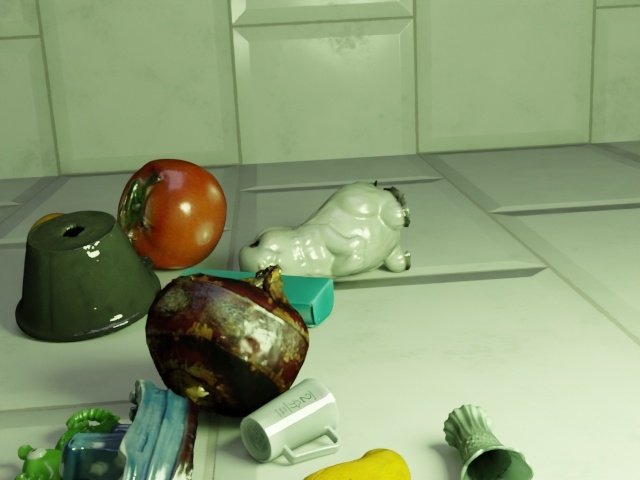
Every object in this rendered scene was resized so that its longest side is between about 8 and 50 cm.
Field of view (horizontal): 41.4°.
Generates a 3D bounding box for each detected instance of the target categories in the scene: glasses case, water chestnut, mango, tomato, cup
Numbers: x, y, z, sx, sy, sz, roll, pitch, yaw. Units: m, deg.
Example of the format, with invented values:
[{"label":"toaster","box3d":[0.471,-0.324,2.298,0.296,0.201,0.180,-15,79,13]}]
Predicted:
[{"label":"glasses case","box3d":[-0.134,0.109,1.552,0.301,0.070,0.117,5,23,21]},{"label":"water chestnut","box3d":[-0.124,0.130,1.173,0.223,0.238,0.223,16,-22,7]},{"label":"mango","box3d":[0.035,0.271,0.894,0.098,0.075,0.190,15,16,35]},{"label":"tomato","box3d":[-0.328,-0.058,1.866,0.224,0.256,0.256,6,7,-37]},{"label":"cup","box3d":[-0.028,0.236,1.064,0.116,0.074,0.104,-21,52,-41]}]

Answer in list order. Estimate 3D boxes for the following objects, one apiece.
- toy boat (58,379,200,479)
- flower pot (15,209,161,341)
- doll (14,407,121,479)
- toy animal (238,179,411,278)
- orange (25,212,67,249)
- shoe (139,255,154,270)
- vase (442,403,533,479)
[{"label":"toy boat","box3d":[-0.212,0.236,0.951,0.142,0.129,0.309,10,12,-8]},{"label":"flower pot","box3d":[-0.434,0.049,1.547,0.269,0.166,0.269,-2,28,1]},{"label":"doll","box3d":[-0.309,0.258,1.052,0.115,0.050,0.190,10,16,17]},{"label":"toy animal","box3d":[0.000,0.000,1.734,0.357,0.194,0.258,-15,27,-12]},{"label":"orange","box3d":[-0.554,0.017,1.818,0.154,0.155,0.134,0,50,11]},{"label":"shoe","box3d":[-0.411,0.091,1.689,0.179,0.049,0.071,-27,38,-30]},{"label":"vase","box3d":[0.184,0.241,0.975,0.081,0.081,0.149,-4,12,-2]}]
